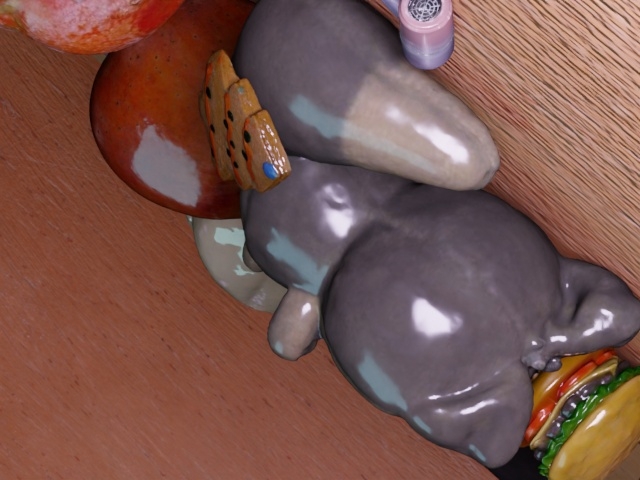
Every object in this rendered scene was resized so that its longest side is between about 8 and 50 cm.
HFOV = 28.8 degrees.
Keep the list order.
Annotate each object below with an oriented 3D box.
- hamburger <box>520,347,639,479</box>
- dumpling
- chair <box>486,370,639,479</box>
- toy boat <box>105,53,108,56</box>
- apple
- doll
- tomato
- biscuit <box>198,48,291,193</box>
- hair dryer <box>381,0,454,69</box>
[{"bbox_3d":[0.270,0.177,1.277,0.115,0.162,0.162,42,175,25],"label":"hamburger"},{"bbox_3d":[0.000,0.000,1.557,0.395,0.233,0.315,30,176,-18],"label":"dumpling"},{"bbox_3d":[0.270,0.226,1.525,0.166,0.188,0.272,45,178,-29],"label":"chair"},{"bbox_3d":[-0.174,-0.234,1.477,0.283,0.127,0.078,34,170,35],"label":"toy boat"},{"bbox_3d":[-0.114,-0.139,1.269,0.234,0.234,0.234,43,175,5],"label":"apple"},{"bbox_3d":[0.061,0.006,1.041,0.382,0.252,0.378,34,171,26],"label":"doll"},{"bbox_3d":[-0.182,-0.259,0.951,0.232,0.232,0.188,46,-157,-23],"label":"tomato"},{"bbox_3d":[-0.063,-0.083,0.978,0.130,0.019,0.119,41,144,45],"label":"biscuit"},{"bbox_3d":[0.048,-0.173,0.855,0.114,0.037,0.063,49,175,18],"label":"hair dryer"}]
